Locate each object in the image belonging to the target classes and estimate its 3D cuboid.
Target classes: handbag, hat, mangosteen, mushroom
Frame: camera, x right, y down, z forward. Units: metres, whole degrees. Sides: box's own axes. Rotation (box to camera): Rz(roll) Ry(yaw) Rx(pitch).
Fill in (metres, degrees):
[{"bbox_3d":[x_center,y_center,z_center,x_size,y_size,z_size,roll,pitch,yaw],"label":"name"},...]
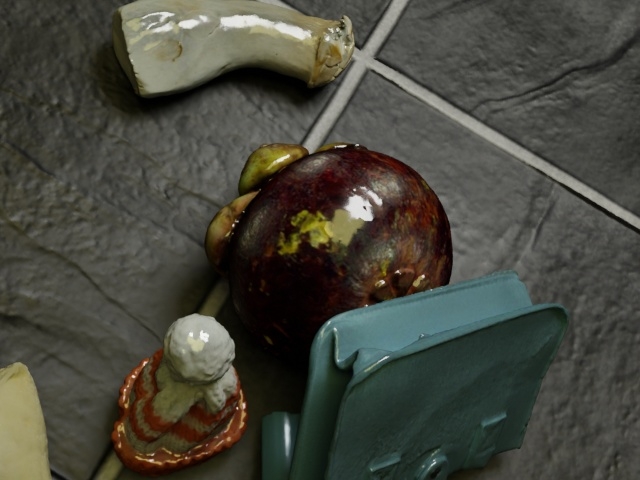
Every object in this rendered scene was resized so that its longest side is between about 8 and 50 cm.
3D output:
[{"bbox_3d":[0.084,0.127,0.756,0.229,0.179,0.062,-10,31,-36],"label":"handbag"},{"bbox_3d":[-0.101,0.112,0.734,0.112,0.162,0.094,-17,71,-24],"label":"hat"},{"bbox_3d":[0.000,0.000,0.808,0.192,0.192,0.217,-26,47,-23],"label":"mangosteen"},{"bbox_3d":[-0.077,-0.182,0.903,0.223,0.081,0.092,-4,52,-19],"label":"mushroom"}]

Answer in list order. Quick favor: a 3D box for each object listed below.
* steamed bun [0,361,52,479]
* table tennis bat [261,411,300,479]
[{"bbox_3d":[-0.289,0.209,0.675,0.212,0.110,0.231,-9,69,-17],"label":"steamed bun"},{"bbox_3d":[-0.020,0.283,0.711,0.215,0.044,0.329,25,46,-35],"label":"table tennis bat"}]
